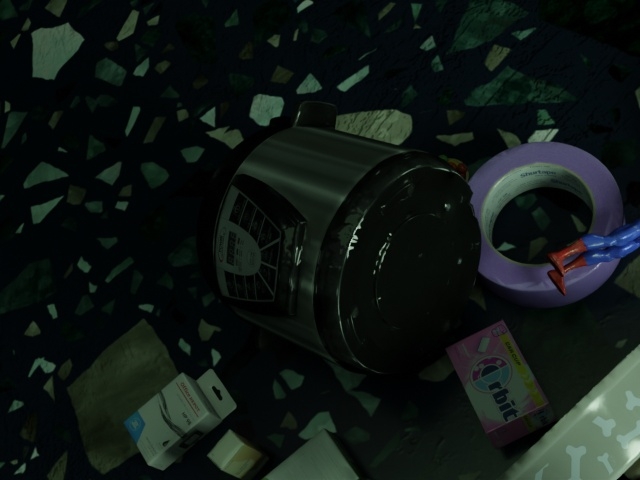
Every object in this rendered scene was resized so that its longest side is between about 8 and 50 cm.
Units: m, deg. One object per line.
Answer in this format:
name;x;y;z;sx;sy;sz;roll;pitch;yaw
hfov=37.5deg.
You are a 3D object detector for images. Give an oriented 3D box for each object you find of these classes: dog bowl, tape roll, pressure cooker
dog bowl;0.366;0.293;1.322;0.349;0.349;0.102;-44;72;-2
tape roll;0.373;-0.027;1.600;0.275;0.090;0.274;-9;65;19
pressure cooker;0.004;0.002;1.561;0.420;0.375;0.370;21;62;43

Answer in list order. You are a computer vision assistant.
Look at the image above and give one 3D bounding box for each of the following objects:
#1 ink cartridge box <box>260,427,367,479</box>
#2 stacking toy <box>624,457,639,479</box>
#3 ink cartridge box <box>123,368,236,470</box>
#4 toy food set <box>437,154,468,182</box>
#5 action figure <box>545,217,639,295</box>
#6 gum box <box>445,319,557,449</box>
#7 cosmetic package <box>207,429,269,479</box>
ink cartridge box;-0.034;0.423;1.570;0.209;0.062;0.109;-39;59;1
stacking toy;0.553;0.435;1.305;0.141;0.141;0.330;-25;67;9
ink cartridge box;-0.254;0.315;1.706;0.180;0.060;0.104;-41;59;0
toy food set;0.231;-0.116;1.735;0.083;0.020;0.083;24;78;29
action figure;0.502;0.017;1.438;0.280;0.091;0.139;-29;56;-3
gum box;0.285;0.225;1.514;0.107;0.062;0.188;-28;45;6
cosmetic package;-0.138;0.368;1.605;0.041;0.115;0.060;37;85;30
